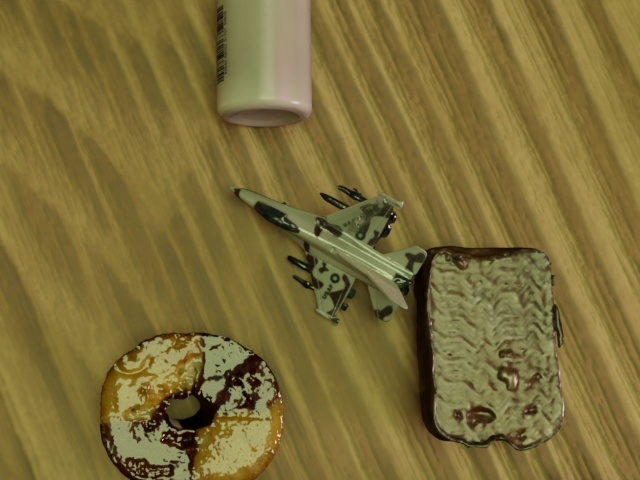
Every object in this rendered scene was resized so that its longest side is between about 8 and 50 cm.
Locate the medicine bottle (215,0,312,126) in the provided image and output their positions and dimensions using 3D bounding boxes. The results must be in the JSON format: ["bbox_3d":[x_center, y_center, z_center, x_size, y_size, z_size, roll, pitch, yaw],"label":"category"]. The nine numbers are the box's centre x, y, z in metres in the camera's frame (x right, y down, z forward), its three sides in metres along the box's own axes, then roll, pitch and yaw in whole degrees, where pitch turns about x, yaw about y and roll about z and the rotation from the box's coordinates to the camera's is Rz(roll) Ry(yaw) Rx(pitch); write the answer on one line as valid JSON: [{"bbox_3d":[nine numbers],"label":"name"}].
[{"bbox_3d":[-0.061,-0.222,1.098,0.103,0.103,0.186,0,83,-8],"label":"medicine bottle"}]

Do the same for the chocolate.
[{"bbox_3d":[0.175,0.114,1.094,0.148,0.093,0.214,0,82,-7],"label":"chocolate"}]

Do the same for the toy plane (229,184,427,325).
[{"bbox_3d":[0.011,0.000,1.096,0.234,0.082,0.160,35,112,18],"label":"toy plane"}]

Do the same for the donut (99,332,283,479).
[{"bbox_3d":[-0.132,0.176,1.053,0.184,0.073,0.166,-8,85,-8],"label":"donut"}]
